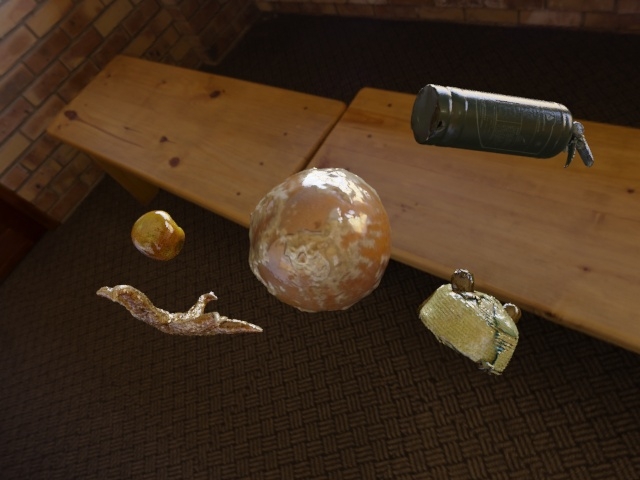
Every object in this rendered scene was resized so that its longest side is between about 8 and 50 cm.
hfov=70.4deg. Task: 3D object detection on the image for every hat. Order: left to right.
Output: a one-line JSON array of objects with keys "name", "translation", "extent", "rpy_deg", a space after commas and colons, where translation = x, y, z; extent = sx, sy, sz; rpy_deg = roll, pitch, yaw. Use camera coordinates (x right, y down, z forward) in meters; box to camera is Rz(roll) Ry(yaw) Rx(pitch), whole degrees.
[{"name": "hat", "translation": [0.126, 0.065, 0.372], "extent": [0.077, 0.076, 0.059], "rpy_deg": [38, 101, 5]}]

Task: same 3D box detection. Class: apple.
[{"name": "apple", "translation": [-0.360, -0.011, 1.015], "extent": [0.102, 0.114, 0.099], "rpy_deg": [-47, 11, -1]}]

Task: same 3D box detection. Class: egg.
[{"name": "egg", "translation": [0.000, 0.000, 0.596], "extent": [0.195, 0.233, 0.195], "rpy_deg": [0, 93, -8]}]

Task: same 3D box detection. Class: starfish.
[{"name": "starfish", "translation": [-0.305, 0.155, 0.974], "extent": [0.375, 0.327, 0.094], "rpy_deg": [13, 85, -1]}]

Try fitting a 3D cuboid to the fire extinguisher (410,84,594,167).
[{"name": "fire extinguisher", "translation": [0.312, -0.183, 0.751], "extent": [0.311, 0.095, 0.114], "rpy_deg": [2, 78, -13]}]
